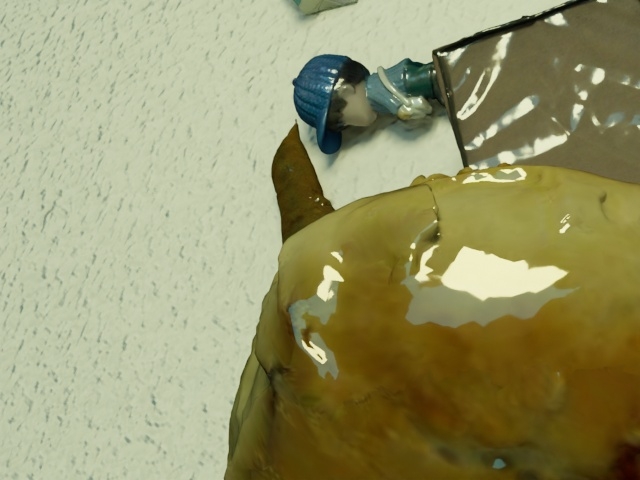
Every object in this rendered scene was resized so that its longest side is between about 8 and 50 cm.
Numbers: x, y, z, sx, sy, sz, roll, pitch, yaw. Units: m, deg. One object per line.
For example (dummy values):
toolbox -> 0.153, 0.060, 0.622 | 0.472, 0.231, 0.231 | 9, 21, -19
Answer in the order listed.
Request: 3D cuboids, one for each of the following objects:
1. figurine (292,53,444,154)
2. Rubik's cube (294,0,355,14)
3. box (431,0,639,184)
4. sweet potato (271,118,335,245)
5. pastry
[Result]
figurine -> 0.047, -0.133, 1.281 | 0.149, 0.087, 0.086 | -11, 21, 21
Rubik's cube -> -0.007, -0.268, 1.386 | 0.084, 0.073, 0.075 | -24, 54, 11
box -> 0.214, -0.053, 1.098 | 0.188, 0.153, 0.252 | -20, 57, 17
sweet potato -> 0.000, 0.000, 1.235 | 0.067, 0.067, 0.274 | -29, 53, 10
pastry -> 0.119, 0.138, 0.911 | 0.409, 0.410, 0.245 | -16, 20, 19
